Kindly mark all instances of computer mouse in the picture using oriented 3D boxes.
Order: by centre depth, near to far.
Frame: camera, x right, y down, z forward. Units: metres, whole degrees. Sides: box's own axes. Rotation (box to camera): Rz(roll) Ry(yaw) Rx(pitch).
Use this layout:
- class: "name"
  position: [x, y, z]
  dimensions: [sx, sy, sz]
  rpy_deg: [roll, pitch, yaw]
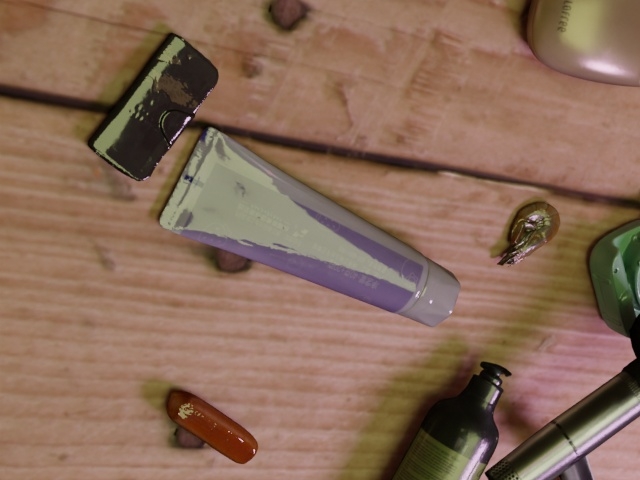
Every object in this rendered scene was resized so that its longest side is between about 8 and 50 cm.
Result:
- class: "computer mouse"
  position: [0.368, -0.269, 1.445]
  dimensions: [0.236, 0.082, 0.145]
  rpy_deg: [7, 101, -27]

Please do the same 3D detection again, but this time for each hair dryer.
- class: "hair dryer"
  position: [0.383, 0.256, 1.581]
  dimensions: [0.320, 0.155, 0.284]
  rpy_deg: [-38, 158, 4]

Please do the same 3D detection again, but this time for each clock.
- class: "clock"
  position: [0.466, 0.036, 1.597]
  dimensions: [0.188, 0.060, 0.148]
  rpy_deg: [-31, 116, -16]

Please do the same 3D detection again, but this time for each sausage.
- class: "sausage"
  position: [-0.130, 0.220, 1.368]
  dimensions: [0.131, 0.039, 0.041]
  rpy_deg: [40, 93, -29]

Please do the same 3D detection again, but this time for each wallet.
- class: "wallet"
  position: [-0.178, -0.142, 1.247]
  dimensions: [0.082, 0.018, 0.156]
  rpy_deg: [40, 85, -30]

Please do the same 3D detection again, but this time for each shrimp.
- class: "shrimp"
  position: [0.268, -0.010, 1.508]
  dimensions: [0.108, 0.023, 0.059]
  rpy_deg: [-34, 108, -13]

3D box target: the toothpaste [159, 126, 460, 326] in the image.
- class: "toothpaste"
  position: [0.000, 0.000, 1.350]
  dimensions: [0.371, 0.080, 0.125]
  rpy_deg: [25, 93, -25]

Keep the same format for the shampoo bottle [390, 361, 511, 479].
- class: "shampoo bottle"
  position: [0.163, 0.285, 1.497]
  dimensions: [0.101, 0.101, 0.284]
  rpy_deg: [28, 92, -30]
